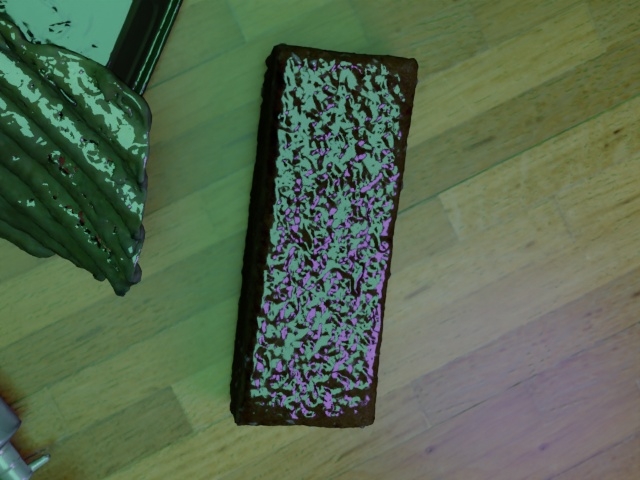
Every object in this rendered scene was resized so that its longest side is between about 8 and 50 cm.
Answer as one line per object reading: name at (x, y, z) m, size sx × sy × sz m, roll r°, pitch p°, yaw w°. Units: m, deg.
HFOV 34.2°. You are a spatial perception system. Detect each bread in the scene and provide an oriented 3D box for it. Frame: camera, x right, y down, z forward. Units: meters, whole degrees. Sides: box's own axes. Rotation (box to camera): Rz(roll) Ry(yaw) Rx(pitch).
bread at (0.000, 0.000, 1.141) m, size 0.165 × 0.113 × 0.416 m, roll 6°, pitch 97°, yaw -7°

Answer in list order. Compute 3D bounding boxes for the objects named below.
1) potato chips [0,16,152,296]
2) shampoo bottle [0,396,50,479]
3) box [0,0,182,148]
potato chips at (-0.333, -0.079, 0.972) m, size 0.389 × 0.373 × 0.097 m, roll 22°, pitch 58°, yaw -2°
shampoo bottle at (-0.406, 0.165, 1.122) m, size 0.085 × 0.085 × 0.262 m, roll -38°, pitch 100°, yaw -2°
box at (-0.319, -0.248, 1.041) m, size 0.329 × 0.178 × 0.252 m, roll 23°, pitch 91°, yaw -9°
